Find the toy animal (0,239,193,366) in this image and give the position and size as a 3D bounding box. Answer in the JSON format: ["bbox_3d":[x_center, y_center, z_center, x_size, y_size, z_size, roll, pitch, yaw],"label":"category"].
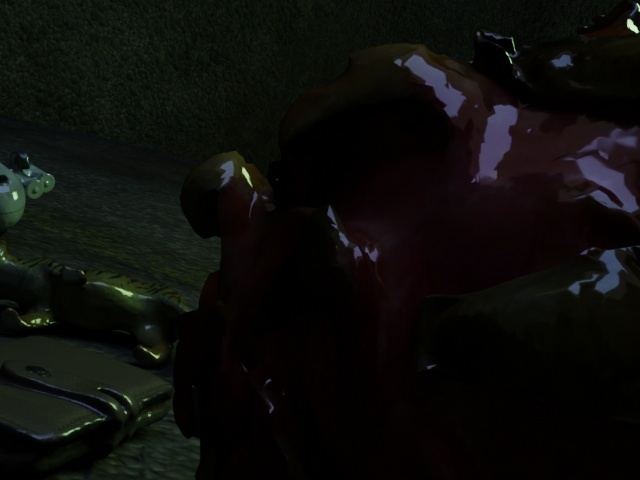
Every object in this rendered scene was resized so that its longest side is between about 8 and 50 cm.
[{"bbox_3d":[-0.161,0.045,0.752,0.241,0.056,0.099,14,7,-13],"label":"toy animal"}]

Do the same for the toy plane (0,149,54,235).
[{"bbox_3d":[-0.347,-0.049,0.988,0.174,0.080,0.174,4,20,-1],"label":"toy plane"}]

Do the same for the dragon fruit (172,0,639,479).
[{"bbox_3d":[0.064,0.031,0.438,0.263,0.296,0.314,14,-2,5],"label":"dragon fruit"}]

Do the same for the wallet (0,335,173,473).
[{"bbox_3d":[-0.153,0.082,0.547,0.118,0.038,0.153,16,5,15],"label":"wallet"}]
